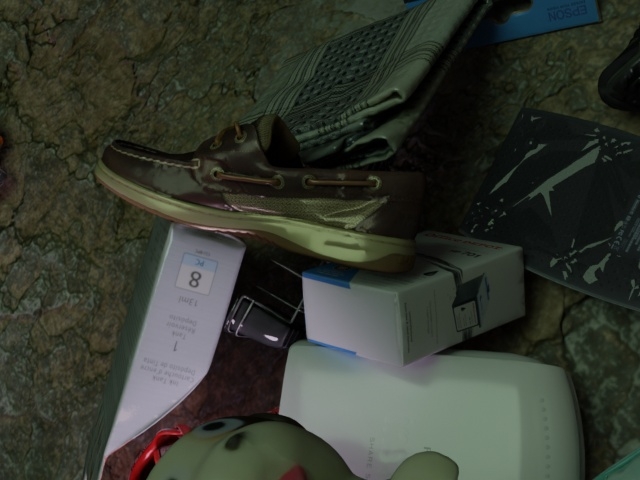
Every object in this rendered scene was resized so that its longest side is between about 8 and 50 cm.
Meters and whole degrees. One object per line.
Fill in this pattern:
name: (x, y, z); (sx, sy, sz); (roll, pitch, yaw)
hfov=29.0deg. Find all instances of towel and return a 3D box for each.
towel: (0.013, -0.166, 1.389); (0.312, 0.056, 0.324); (-13, 30, 37)

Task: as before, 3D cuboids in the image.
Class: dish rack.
dish rack: (0.000, 0.000, 1.370); (0.074, 0.208, 0.272); (29, 87, 6)

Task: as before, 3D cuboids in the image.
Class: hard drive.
hard drive: (0.284, -0.029, 1.275); (0.254, 0.054, 0.172); (25, 85, 38)

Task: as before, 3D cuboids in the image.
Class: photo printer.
photo printer: (0.105, 0.232, 1.225); (0.307, 0.107, 0.256); (3, 77, 23)

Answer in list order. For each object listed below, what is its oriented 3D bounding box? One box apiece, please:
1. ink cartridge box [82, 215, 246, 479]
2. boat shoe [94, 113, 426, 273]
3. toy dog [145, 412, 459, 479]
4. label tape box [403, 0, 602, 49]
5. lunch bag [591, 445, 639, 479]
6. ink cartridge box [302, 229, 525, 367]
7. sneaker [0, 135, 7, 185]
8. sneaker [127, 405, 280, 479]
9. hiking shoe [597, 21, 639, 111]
ink cartridge box: (-0.189, 0.160, 1.404); (0.308, 0.091, 0.385); (-156, 81, -79)
boat shoe: (-0.059, -0.065, 1.218); (0.342, 0.123, 0.123); (16, 99, 21)
toy dog: (0.023, 0.314, 1.057); (0.408, 0.395, 0.284); (43, 63, 6)
label tape box: (0.192, -0.403, 1.436); (0.240, 0.106, 0.334); (-7, 109, 32)
lunch bag: (0.353, 0.296, 1.056); (0.224, 0.108, 0.279); (-37, 54, 16)
ink cartridge box: (0.097, 0.055, 1.264); (0.139, 0.190, 0.082); (11, 113, 46)
sneaker: (-0.538, -0.166, 1.882); (0.108, 0.100, 0.272); (-27, 60, 6)
sneaker: (-0.084, 0.232, 1.359); (0.270, 0.145, 0.090); (-31, 56, 20)
hiking shoe: (0.373, -0.229, 1.295); (0.227, 0.086, 0.114); (-40, 40, 7)
